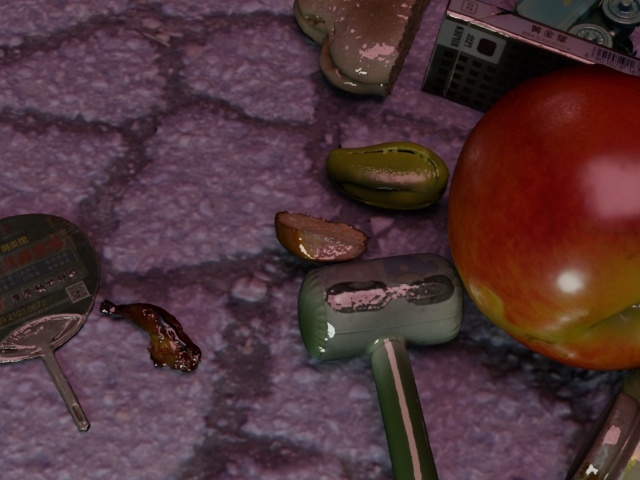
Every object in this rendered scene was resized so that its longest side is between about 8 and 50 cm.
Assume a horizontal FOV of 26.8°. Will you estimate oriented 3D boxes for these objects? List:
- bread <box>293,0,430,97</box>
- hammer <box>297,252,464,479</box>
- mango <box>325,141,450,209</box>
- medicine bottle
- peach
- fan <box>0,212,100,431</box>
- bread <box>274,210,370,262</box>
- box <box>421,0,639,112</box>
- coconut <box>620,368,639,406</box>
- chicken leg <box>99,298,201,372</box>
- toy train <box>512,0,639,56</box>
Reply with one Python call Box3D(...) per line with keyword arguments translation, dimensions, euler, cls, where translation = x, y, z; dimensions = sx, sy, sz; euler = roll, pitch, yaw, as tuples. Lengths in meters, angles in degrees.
Box3D(translation=(0.068, -0.358, 1.900), dimensions=(0.183, 0.102, 0.337), euler=(20, 60, 3), cls="bread")
Box3D(translation=(0.093, 0.180, 1.614), dimensions=(0.206, 0.119, 0.335), euler=(-7, 69, -11), cls="hammer")
Box3D(translation=(0.088, -0.087, 1.775), dimensions=(0.165, 0.074, 0.091), euler=(10, 65, 11), cls="mango")
Box3D(translation=(0.454, 0.314, 1.555), dimensions=(0.322, 0.151, 0.151), euler=(30, 62, 9), cls="medicine bottle")
Box3D(translation=(0.336, -0.037, 1.618), dimensions=(0.388, 0.388, 0.388), euler=(3, 61, -6), cls="peach")
Box3D(translation=(-0.346, 0.075, 1.663), dimensions=(0.294, 0.012, 0.223), euler=(31, 61, 9), cls="fan")
Box3D(translation=(0.000, 0.000, 1.698), dimensions=(0.126, 0.129, 0.044), euler=(13, 98, -2), cls="bread")
Box3D(translation=(0.306, -0.213, 1.807), dimensions=(0.325, 0.180, 0.047), euler=(21, 62, 4), cls="box")
Box3D(translation=(0.417, 0.186, 1.654), dimensions=(0.088, 0.096, 0.088), euler=(34, 34, -28), cls="coconut")
Box3D(translation=(-0.205, 0.110, 1.652), dimensions=(0.145, 0.037, 0.062), euler=(43, 78, 13), cls="chicken leg")
Box3D(translation=(0.361, -0.300, 1.906), dimensions=(0.163, 0.112, 0.203), euler=(37, 63, 20), cls="toy train")
